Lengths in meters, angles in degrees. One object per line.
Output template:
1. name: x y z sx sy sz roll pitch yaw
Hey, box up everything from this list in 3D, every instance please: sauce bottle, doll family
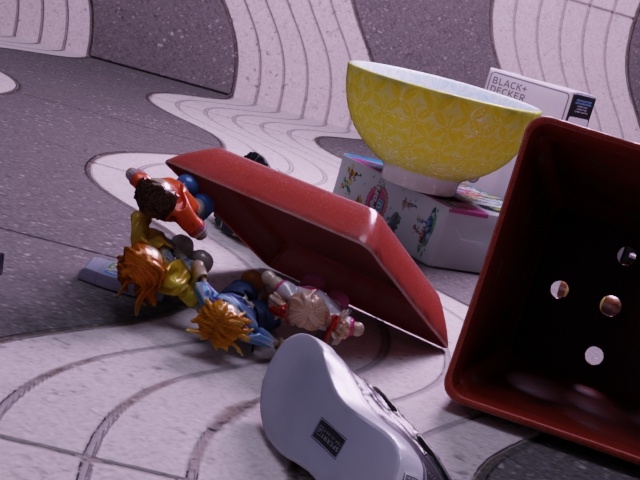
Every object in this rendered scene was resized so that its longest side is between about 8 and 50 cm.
1. sauce bottle: 0.396 0.089 1.625 0.128 0.042 0.042 24 13 30
2. doll family: -0.094 0.043 1.048 0.263 0.118 0.163 35 7 6

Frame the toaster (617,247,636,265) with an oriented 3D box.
1. toaster: 0.509 0.066 1.687 0.168 0.110 0.185 22 7 29

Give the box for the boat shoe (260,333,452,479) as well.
1. boat shoe: 0.028 0.136 0.810 0.076 0.080 0.228 30 1 -28

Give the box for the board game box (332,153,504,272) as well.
1. board game box: 0.186 -0.038 1.808 0.224 0.098 0.303 9 12 -32

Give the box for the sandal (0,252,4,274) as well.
1. sandal: -0.388 -0.024 1.033 0.254 0.055 0.097 22 13 26

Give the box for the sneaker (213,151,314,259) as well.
1. sneaker: -0.035 -0.020 1.467 0.122 0.110 0.283 30 3 -37

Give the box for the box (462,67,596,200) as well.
1. box: 0.329 -0.128 1.943 0.169 0.290 0.087 25 14 36

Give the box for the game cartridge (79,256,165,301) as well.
1. game cartridge: -0.188 0.037 1.121 0.083 0.017 0.056 15 15 -3

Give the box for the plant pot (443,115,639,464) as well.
1. plant pot: 0.291 0.061 1.119 0.267 0.267 0.236 18 -1 11

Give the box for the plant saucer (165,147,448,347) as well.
1. plant saucer: 0.000 0.000 1.193 0.258 0.048 0.259 23 -14 32

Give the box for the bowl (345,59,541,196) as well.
1. bowl: 0.162 -0.154 1.702 0.289 0.156 0.289 14 14 -3
